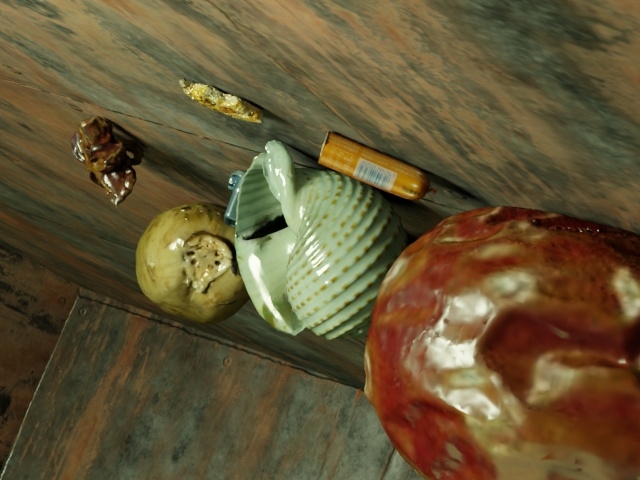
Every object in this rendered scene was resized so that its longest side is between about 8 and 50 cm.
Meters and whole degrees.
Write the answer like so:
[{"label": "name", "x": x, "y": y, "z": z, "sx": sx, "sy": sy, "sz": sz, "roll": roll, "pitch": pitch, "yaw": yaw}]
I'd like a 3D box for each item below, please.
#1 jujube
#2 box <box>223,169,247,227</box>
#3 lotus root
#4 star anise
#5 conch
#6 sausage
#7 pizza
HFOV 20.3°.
[{"label": "jujube", "x": 0.223, "y": 0.114, "z": 1.485, "sx": 0.376, "sy": 0.276, "sz": 0.276, "roll": 8, "pitch": 168, "yaw": 12}, {"label": "box", "x": -0.059, "y": -0.032, "z": 1.931, "sx": 0.099, "sy": 0.054, "sz": 0.074, "roll": 22, "pitch": 173, "yaw": -1}, {"label": "lotus root", "x": -0.157, "y": 0.031, "z": 2.274, "sx": 0.160, "sy": 0.146, "sz": 0.284, "roll": 39, "pitch": 172, "yaw": -5}, {"label": "star anise", "x": -0.237, "y": -0.091, "z": 2.010, "sx": 0.097, "sy": 0.070, "sz": 0.190, "roll": 51, "pitch": 170, "yaw": -4}, {"label": "conch", "x": 0.010, "y": 0.001, "z": 1.704, "sx": 0.131, "sy": 0.200, "sz": 0.172, "roll": -8, "pitch": 173, "yaw": -27}, {"label": "sausage", "x": 0.050, "y": -0.061, "z": 1.548, "sx": 0.107, "sy": 0.031, "sz": 0.031, "roll": 23, "pitch": 171, "yaw": -1}, {"label": "pizza", "x": -0.088, "y": -0.122, "z": 1.576, "sx": 0.083, "sy": 0.016, "sz": 0.037, "roll": 23, "pitch": 165, "yaw": 6}]
